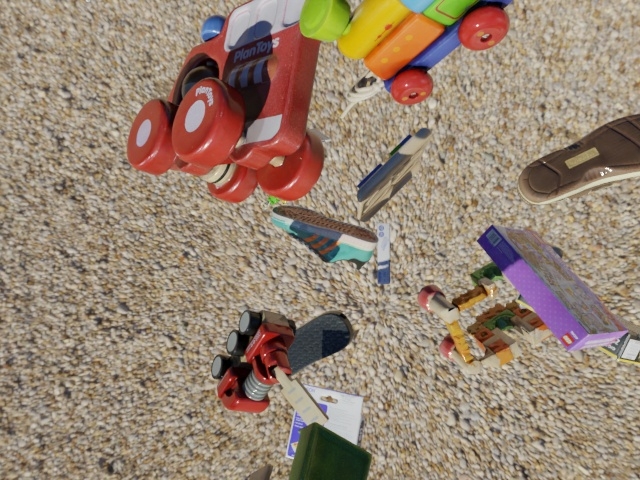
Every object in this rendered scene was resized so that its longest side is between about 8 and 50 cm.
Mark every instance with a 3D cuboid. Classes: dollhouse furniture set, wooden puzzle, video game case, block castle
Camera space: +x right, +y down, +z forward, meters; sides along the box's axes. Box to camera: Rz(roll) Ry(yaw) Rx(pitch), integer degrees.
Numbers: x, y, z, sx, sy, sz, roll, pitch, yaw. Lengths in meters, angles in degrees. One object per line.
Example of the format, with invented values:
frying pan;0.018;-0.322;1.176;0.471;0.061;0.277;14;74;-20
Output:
dollhouse furniture set;0.045;0.414;0.676;0.301;0.151;0.197;34;131;-12
wooden puzzle;0.230;-0.224;1.692;0.322;0.348;0.080;-45;78;-3
video game case;-0.029;-0.373;1.768;0.087;0.122;0.011;37;124;24
block castle;0.570;0.194;1.606;0.453;0.213;0.303;-29;111;-6

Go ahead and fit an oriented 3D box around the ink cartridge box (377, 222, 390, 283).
ink cartridge box;0.220;0.046;1.717;0.046;0.097;0.207;-1;88;8

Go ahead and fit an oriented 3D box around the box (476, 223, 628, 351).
box;0.487;0.094;1.047;0.057;0.200;0.293;-55;48;31

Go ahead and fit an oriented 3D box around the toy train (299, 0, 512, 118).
toy train;0.040;-0.191;0.467;0.143;0.248;0.105;6;67;-35

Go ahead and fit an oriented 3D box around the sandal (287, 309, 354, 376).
sandal;-0.079;0.357;1.646;0.445;0.107;0.168;-23;87;24

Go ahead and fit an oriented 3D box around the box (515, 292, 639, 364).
box;0.746;0.225;1.353;0.257;0.322;0.079;13;103;-31

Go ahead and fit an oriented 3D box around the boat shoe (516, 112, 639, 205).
boat shoe;0.437;-0.124;0.782;0.257;0.095;0.095;-17;74;10

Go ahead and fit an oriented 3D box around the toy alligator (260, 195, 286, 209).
toy alligator;-0.116;-0.120;1.331;0.189;0.051;0.056;-32;100;41

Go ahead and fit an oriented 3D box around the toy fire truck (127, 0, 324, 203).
toy fire truck;-0.116;-0.194;0.661;0.302;0.169;0.254;3;78;45

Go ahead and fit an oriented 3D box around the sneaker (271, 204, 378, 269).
sneaker;0.000;0.000;1.356;0.302;0.108;0.121;19;116;-3

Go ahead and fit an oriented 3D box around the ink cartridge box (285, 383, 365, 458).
ink cartridge box;0.018;0.523;1.384;0.206;0.045;0.208;4;76;27

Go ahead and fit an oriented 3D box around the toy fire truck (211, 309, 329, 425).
toy fire truck;-0.107;0.303;1.047;0.217;0.158;0.246;-56;34;22
